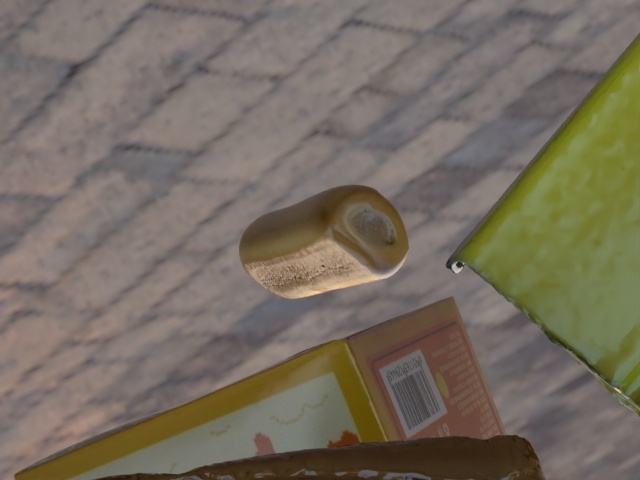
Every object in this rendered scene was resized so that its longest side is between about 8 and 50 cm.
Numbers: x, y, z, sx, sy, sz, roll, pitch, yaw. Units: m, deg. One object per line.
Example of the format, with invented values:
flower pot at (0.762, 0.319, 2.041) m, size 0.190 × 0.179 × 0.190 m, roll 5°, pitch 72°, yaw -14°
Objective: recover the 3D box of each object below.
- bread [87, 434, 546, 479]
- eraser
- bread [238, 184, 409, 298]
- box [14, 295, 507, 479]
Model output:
bread at (-0.024, 0.164, 0.811) m, size 0.270 × 0.077 × 0.139 m, roll -4°, pitch 136°, yaw -19°
eraser at (0.201, -0.022, 0.960) m, size 0.226 × 0.158 × 0.069 m, roll -50°, pitch 175°, yaw 4°
bread at (0.000, 0.000, 1.560) m, size 0.074 × 0.092 × 0.239 m, roll -59°, pitch -163°, yaw -19°
box at (-0.013, 0.191, 1.203) m, size 0.259 × 0.214 × 0.283 m, roll -25°, pitch 175°, yaw 18°
